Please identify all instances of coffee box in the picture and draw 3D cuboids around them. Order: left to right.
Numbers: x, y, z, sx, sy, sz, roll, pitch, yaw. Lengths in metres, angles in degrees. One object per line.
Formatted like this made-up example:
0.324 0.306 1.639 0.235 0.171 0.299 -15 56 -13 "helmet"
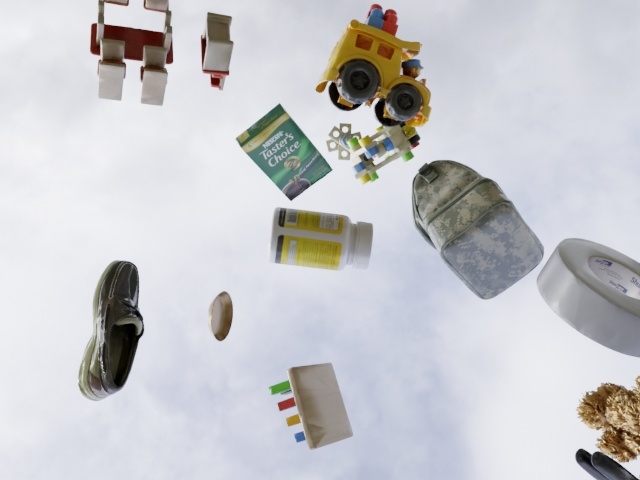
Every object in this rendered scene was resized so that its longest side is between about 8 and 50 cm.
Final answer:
-0.068 -0.166 1.336 0.113 0.184 0.040 -36 -135 6 "coffee box"

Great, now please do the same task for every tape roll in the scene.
0.463 0.086 1.103 0.219 0.072 0.219 17 -152 -9 "tape roll"

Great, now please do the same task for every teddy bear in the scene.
0.586 0.296 1.105 0.338 0.245 0.113 -2 -150 33 "teddy bear"

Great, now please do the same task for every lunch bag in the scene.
0.364 -0.039 1.667 0.305 0.213 0.256 39 -162 -42 "lunch bag"

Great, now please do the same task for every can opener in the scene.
0.416 0.330 0.951 0.186 0.059 0.073 30 -120 -21 "can opener"

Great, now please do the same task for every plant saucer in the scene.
-0.167 0.124 1.137 0.015 0.083 0.083 3 -131 17 "plant saucer"

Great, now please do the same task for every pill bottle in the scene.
0.000 0.000 1.435 0.209 0.119 0.119 7 -128 -2 "pill bottle"

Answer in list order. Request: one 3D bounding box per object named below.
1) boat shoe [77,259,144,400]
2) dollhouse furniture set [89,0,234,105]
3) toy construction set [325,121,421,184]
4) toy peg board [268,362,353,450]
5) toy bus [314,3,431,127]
-0.300 0.129 1.038 0.073 0.080 0.223 -12 -124 28 "boat shoe"
-0.302 -0.368 1.312 0.259 0.135 0.262 4 -122 -18 "dollhouse furniture set"
0.137 -0.240 1.783 0.215 0.151 0.328 -33 -159 -4 "toy construction set"
-0.024 0.342 1.407 0.161 0.079 0.160 10 -121 -59 "toy peg board"
0.124 -0.340 1.328 0.220 0.149 0.211 20 -92 -9 "toy bus"
